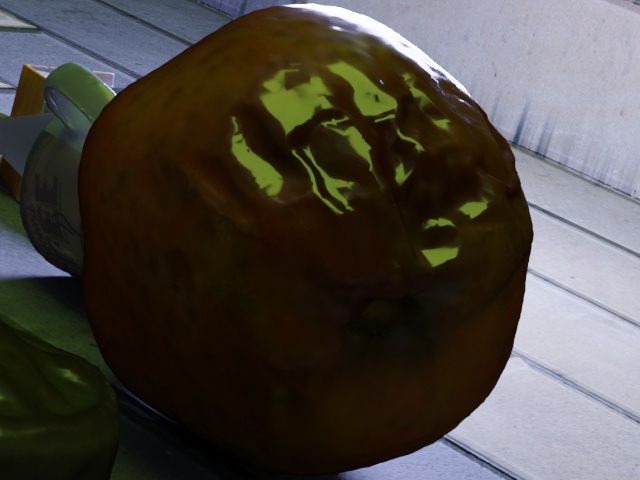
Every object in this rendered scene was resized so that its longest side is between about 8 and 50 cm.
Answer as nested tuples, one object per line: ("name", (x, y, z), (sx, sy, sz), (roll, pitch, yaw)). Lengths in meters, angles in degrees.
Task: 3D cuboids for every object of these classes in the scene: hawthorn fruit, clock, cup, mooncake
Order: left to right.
("mooncake", (-0.307, 0.156, 1.575), (0.284, 0.155, 0.284), (15, 14, -4))
("clock", (-0.295, -0.123, 2.504), (0.310, 0.166, 0.235), (21, 17, 23))
("cup", (-0.191, -0.062, 2.133), (0.227, 0.301, 0.257), (-40, 34, -19))
("hawthorn fruit", (0.000, 0.000, 1.855), (0.472, 0.471, 0.472), (15, 16, -4))
